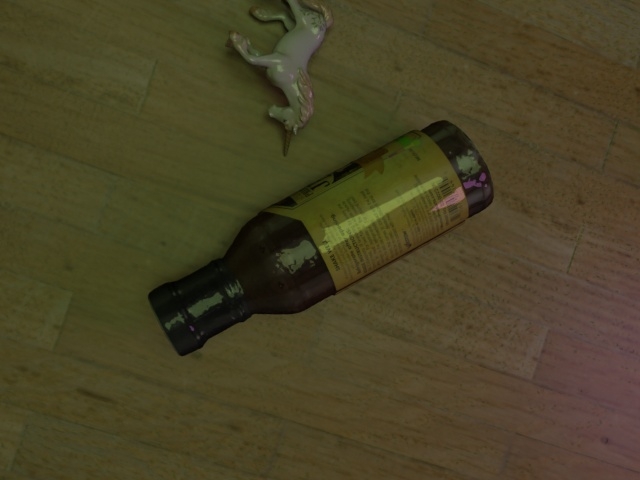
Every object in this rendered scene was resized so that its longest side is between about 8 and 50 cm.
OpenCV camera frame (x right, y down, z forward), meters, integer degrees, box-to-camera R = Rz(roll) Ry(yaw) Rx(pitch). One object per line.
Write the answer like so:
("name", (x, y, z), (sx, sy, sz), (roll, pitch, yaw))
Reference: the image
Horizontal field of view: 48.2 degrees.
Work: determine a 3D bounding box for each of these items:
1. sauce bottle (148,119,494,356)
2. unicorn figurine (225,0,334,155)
("sauce bottle", (0.000, 0.000, 0.703), (0.344, 0.111, 0.111), (-28, 96, -10))
("unicorn figurine", (-0.037, -0.185, 0.718), (0.111, 0.060, 0.162), (32, 86, -9))
